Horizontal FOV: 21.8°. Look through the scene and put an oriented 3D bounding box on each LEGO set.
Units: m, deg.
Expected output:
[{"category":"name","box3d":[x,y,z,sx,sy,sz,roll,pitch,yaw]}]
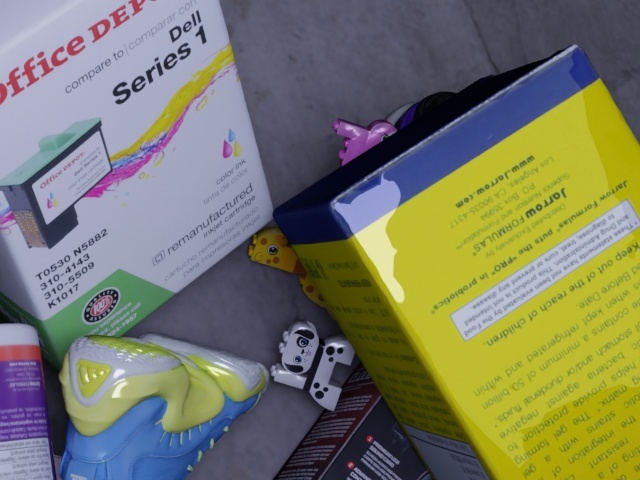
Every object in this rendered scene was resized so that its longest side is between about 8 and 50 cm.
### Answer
[{"category":"LEGO set","box3d":[0.000,0.000,1.247,0.093,0.087,0.227,17,101,-9]}]

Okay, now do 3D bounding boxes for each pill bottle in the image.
[{"category":"pill bottle","box3d":[-0.222,0.156,1.060,0.108,0.108,0.194,-5,82,-22]}]

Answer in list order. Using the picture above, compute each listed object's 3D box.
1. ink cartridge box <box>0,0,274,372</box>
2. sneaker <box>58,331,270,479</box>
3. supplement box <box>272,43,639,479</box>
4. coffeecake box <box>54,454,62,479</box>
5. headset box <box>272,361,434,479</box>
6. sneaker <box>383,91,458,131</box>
[{"category":"ink cartridge box","box3d":[-0.161,-0.078,1.105,0.201,0.278,0.117,-38,51,-22]},{"category":"sneaker","box3d":[-0.116,0.131,1.146,0.091,0.240,0.126,15,90,25]},{"category":"supplement box","box3d":[0.153,0.079,1.105,0.195,0.194,0.357,-32,96,-11]},{"category":"coffeecake box","box3d":[-0.190,0.224,1.156,0.185,0.068,0.142,18,75,-18]},{"category":"headset box","box3d":[0.065,0.235,1.230,0.218,0.110,0.293,41,70,-11]},{"category":"sneaker","box3d":[0.143,0.018,1.275,0.102,0.146,0.293,-27,91,-23]}]
